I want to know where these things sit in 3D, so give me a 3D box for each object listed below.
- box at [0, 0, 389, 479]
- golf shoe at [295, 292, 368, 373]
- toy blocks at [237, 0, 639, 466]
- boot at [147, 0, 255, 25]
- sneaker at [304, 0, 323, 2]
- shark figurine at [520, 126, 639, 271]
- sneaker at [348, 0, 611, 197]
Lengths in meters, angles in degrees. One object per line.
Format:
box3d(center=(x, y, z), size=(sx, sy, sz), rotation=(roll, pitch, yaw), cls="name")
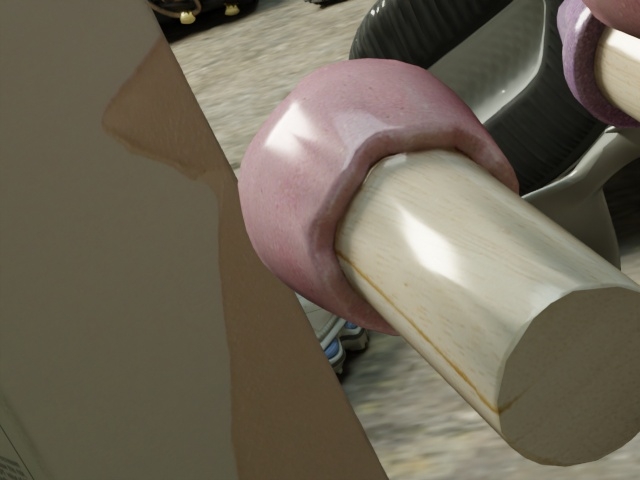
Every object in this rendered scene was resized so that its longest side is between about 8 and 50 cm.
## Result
box3d(center=(-0.096, 0.031, 0.637), size=(0.121, 0.311, 0.148), rotation=(-38, 27, -26), cls="box")
box3d(center=(0.000, 0.000, 0.890), size=(0.069, 0.086, 0.176), rotation=(-16, 24, 24), cls="golf shoe")
box3d(center=(0.159, -0.034, 0.497), size=(0.309, 0.288, 0.260), rotation=(-43, 31, -1), cls="toy blocks")
box3d(center=(-0.209, -0.199, 1.448), size=(0.284, 0.138, 0.377), rotation=(-20, 19, 11), cls="boot")
box3d(center=(0.002, -0.229, 1.411), size=(0.069, 0.038, 0.098), rotation=(-17, 25, 17), cls="sneaker")
box3d(center=(0.165, -0.033, 0.670), size=(0.116, 0.166, 0.278), rotation=(-7, 11, -42), cls="shark figurine")
box3d(center=(0.227, -0.186, 0.824), size=(0.447, 0.169, 0.257), rotation=(-31, 3, 43), cls="sneaker")
